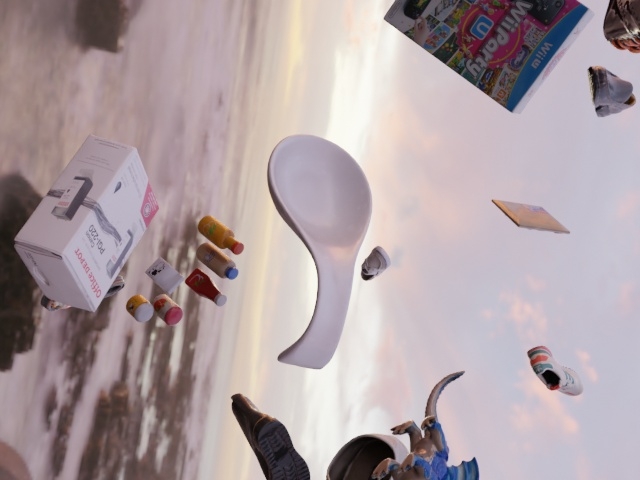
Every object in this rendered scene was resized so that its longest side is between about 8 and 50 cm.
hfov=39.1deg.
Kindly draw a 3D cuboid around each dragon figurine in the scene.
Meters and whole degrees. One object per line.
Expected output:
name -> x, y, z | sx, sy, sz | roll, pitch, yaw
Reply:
dragon figurine -> 0.162, 0.322, 1.255 | 0.085, 0.144, 0.289 | -28, -161, 37

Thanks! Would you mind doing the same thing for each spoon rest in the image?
spoon rest -> 0.000, 0.000, 1.006 | 0.084, 0.137, 0.276 | -36, -133, 52

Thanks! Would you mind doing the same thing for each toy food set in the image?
toy food set -> -0.233, 0.078, 1.634 | 0.232, 0.104, 0.111 | -47, 141, -11

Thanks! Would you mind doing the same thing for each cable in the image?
cable -> -0.511, 0.122, 1.981 | 0.139, 0.072, 0.287 | -42, 166, 0

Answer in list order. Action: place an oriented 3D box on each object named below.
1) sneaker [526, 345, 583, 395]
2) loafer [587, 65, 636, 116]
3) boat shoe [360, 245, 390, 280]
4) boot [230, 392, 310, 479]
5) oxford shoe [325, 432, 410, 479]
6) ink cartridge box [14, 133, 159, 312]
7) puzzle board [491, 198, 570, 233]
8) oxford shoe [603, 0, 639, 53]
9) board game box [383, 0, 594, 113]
sneaker -> 0.471, 0.281, 1.799 | 0.057, 0.161, 0.075 | -33, -150, 27
loafer -> 0.444, -0.233, 1.375 | 0.170, 0.061, 0.062 | 7, 76, -67
boat shoe -> 0.079, 0.039, 1.372 | 0.035, 0.035, 0.100 | -37, 171, -17
boot -> -0.089, 0.362, 1.562 | 0.137, 0.077, 0.197 | 28, -44, 56
oxford shoe -> 0.040, 0.528, 1.556 | 0.449, 0.169, 0.130 | -68, 150, -28
ink cartridge box -> -0.348, -0.025, 1.367 | 0.158, 0.092, 0.217 | 80, 32, -54
puzzle board -> 0.393, -0.043, 1.688 | 0.096, 0.128, 0.011 | 54, -51, 50
oxford shoe -> 0.341, -0.218, 0.903 | 0.098, 0.097, 0.271 | -61, -175, 36
board game box -> 0.303, -0.407, 1.638 | 0.224, 0.303, 0.097 | -55, 166, 18
